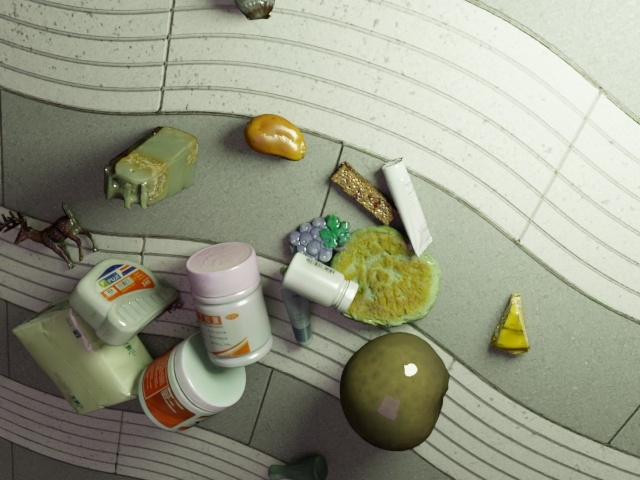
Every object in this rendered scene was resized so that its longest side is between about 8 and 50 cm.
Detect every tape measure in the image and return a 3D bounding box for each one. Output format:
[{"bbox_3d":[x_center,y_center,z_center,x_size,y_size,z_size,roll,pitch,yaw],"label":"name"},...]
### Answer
[{"bbox_3d":[-0.595,0.180,1.571,0.265,0.258,0.130,43,120,1],"label":"tape measure"}]

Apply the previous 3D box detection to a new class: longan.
[{"bbox_3d":[0.202,0.407,1.425,0.319,0.319,0.318,7,117,13],"label":"longan"}]

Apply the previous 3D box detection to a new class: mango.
[{"bbox_3d":[-0.111,-0.261,1.308,0.160,0.084,0.105,17,104,-15],"label":"mango"}]

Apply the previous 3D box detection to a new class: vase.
[{"bbox_3d":[-0.085,0.814,1.833,0.214,0.086,0.086,-19,109,28],"label":"vase"}]

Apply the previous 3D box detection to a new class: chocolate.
[{"bbox_3d":[-0.172,-0.609,1.137,0.110,0.110,0.247,-16,108,22],"label":"chocolate"}]

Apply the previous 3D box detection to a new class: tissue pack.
[{"bbox_3d":[-0.767,0.365,1.731,0.297,0.207,0.380,-21,108,23],"label":"tissue pack"}]

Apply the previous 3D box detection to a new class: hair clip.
[{"bbox_3d":[0.001,-0.001,1.416,0.196,0.052,0.124,-21,82,28],"label":"hair clip"}]

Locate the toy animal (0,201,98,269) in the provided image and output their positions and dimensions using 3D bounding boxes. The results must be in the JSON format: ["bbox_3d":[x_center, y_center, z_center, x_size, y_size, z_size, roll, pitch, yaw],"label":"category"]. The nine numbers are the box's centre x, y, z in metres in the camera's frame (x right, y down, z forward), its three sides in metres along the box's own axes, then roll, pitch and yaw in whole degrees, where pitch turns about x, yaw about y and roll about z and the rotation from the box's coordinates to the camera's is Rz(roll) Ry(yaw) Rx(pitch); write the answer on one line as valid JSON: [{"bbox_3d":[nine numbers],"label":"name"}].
[{"bbox_3d":[-0.857,-0.025,1.652,0.244,0.087,0.259,-32,102,13],"label":"toy animal"}]

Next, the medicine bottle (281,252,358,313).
[{"bbox_3d":[-0.002,0.114,1.375,0.187,0.102,0.102,26,120,-1],"label":"medicine bottle"}]

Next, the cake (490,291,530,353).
[{"bbox_3d":[0.527,0.233,1.370,0.116,0.079,0.184,22,115,8],"label":"cake"}]

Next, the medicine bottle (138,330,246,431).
[{"bbox_3d":[-0.406,0.445,1.641,0.241,0.252,0.252,-35,102,28],"label":"medicine bottle"}]

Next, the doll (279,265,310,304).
[{"bbox_3d":[-0.055,0.136,1.495,0.115,0.077,0.150,-14,123,33],"label":"doll"}]

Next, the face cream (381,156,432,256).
[{"bbox_3d":[0.219,-0.085,1.301,0.058,0.092,0.243,-10,110,43],"label":"face cream"}]

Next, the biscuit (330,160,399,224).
[{"bbox_3d":[0.116,-0.121,1.336,0.199,0.034,0.064,41,119,-5],"label":"biscuit"}]

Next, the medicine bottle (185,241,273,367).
[{"bbox_3d":[-0.259,0.184,1.500,0.203,0.202,0.315,-1,114,17],"label":"medicine bottle"}]

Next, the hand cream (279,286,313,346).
[{"bbox_3d":[-0.062,0.215,1.505,0.080,0.048,0.255,-9,131,-1],"label":"hand cream"}]

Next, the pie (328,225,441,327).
[{"bbox_3d":[0.168,0.099,1.413,0.324,0.070,0.322,5,112,13],"label":"pie"}]

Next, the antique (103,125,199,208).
[{"bbox_3d":[-0.430,-0.177,1.323,0.125,0.284,0.150,19,120,7],"label":"antique"}]
